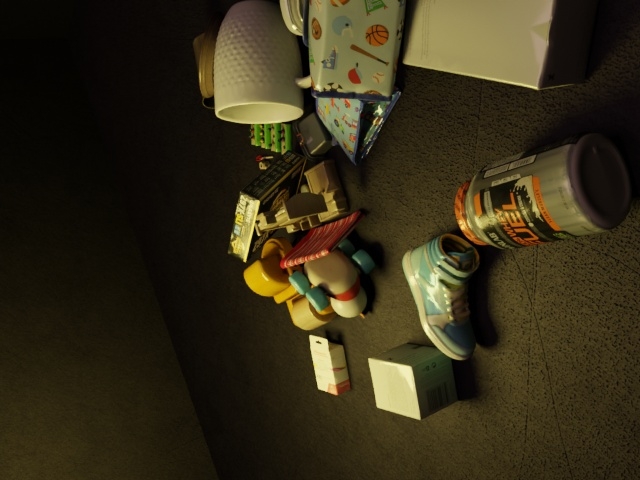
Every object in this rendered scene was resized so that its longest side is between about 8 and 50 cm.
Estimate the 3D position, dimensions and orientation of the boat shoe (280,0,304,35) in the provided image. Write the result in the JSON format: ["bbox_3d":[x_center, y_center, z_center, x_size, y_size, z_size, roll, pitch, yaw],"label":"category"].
[{"bbox_3d":[-0.005,-0.757,1.741,0.156,0.135,0.367,17,101,44],"label":"boat shoe"}]

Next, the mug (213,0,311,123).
[{"bbox_3d":[-0.149,-0.555,1.937,0.374,0.276,0.328,-3,88,25],"label":"mug"}]

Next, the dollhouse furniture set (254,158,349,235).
[{"bbox_3d":[-0.110,-0.123,1.916,0.303,0.355,0.174,-24,81,54],"label":"dollhouse furniture set"}]

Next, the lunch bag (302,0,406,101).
[{"bbox_3d":[0.077,-0.572,1.521,0.385,0.238,0.328,-85,1,-46],"label":"lunch bag"}]

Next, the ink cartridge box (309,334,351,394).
[{"bbox_3d":[0.032,0.417,2.170,0.115,0.067,0.198,2,105,55],"label":"ink cartridge box"}]

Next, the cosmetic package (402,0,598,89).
[{"bbox_3d":[0.358,-0.452,1.309,0.385,0.156,0.217,30,126,45],"label":"cosmetic package"}]

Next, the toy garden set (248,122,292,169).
[{"bbox_3d":[-0.188,-0.326,2.231,0.244,0.049,0.204,25,121,49],"label":"toy garden set"}]

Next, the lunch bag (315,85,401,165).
[{"bbox_3d":[0.074,-0.368,1.788,0.221,0.138,0.293,55,150,24],"label":"lunch bag"}]

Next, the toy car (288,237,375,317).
[{"bbox_3d":[0.065,0.153,1.958,0.210,0.219,0.238,38,162,49],"label":"toy car"}]

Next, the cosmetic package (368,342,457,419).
[{"bbox_3d":[0.256,0.387,1.759,0.183,0.151,0.152,-3,99,54],"label":"cosmetic package"}]

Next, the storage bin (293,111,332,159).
[{"bbox_3d":[-0.015,-0.330,1.952,0.091,0.098,0.135,-35,72,43],"label":"storage bin"}]

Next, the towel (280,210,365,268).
[{"bbox_3d":[0.000,0.000,1.955,0.031,0.199,0.275,52,146,-13],"label":"towel"}]

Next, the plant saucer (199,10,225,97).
[{"bbox_3d":[-0.340,-0.605,2.074,0.278,0.041,0.278,12,-90,-87],"label":"plant saucer"}]

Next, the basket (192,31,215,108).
[{"bbox_3d":[-0.379,-0.633,2.313,0.204,0.154,0.227,-30,73,46],"label":"basket"}]

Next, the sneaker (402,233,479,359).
[{"bbox_3d":[0.335,0.130,1.577,0.208,0.127,0.319,-44,66,54],"label":"sneaker"}]

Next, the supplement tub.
[{"bbox_3d":[0.439,-0.088,1.286,0.316,0.193,0.194,-18,87,57],"label":"supplement tub"}]

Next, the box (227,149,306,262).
[{"bbox_3d":[-0.172,-0.115,2.053,0.079,0.322,0.257,28,129,10],"label":"box"}]

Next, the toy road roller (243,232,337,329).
[{"bbox_3d":[-0.108,0.149,2.117,0.202,0.240,0.330,-36,72,54],"label":"toy road roller"}]
